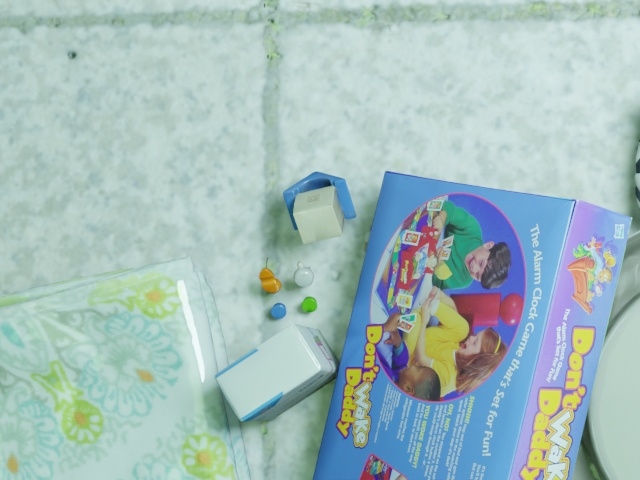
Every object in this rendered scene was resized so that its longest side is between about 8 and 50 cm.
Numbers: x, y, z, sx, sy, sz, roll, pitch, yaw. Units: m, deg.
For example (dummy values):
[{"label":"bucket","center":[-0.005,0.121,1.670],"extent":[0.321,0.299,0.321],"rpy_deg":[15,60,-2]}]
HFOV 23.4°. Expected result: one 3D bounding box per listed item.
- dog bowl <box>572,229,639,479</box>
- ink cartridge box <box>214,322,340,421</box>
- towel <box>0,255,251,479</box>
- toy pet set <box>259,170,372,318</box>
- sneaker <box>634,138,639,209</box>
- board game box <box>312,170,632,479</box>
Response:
[{"label":"dog bowl","center":[0.360,0.147,1.359],"extent":[0.348,0.102,0.349],"rpy_deg":[-1,86,9]},{"label":"ink cartridge box","center":[-0.036,0.122,1.418],"extent":[0.088,0.122,0.052],"rpy_deg":[-34,78,6]},{"label":"towel","center":[-0.230,0.221,1.462],"extent":[0.320,0.090,0.374],"rpy_deg":[-12,85,9]},{"label":"toy pet set","center":[0.000,0.000,1.463],"extent":[0.122,0.065,0.114],"rpy_deg":[-12,119,12]},{"label":"sneaker","center":[0.393,-0.106,1.372],"extent":[0.235,0.094,0.153],"rpy_deg":[-6,94,19]},{"label":"board game box","center":[0.120,0.126,1.349],"extent":[0.233,0.078,0.347],"rpy_deg":[12,88,49]}]
